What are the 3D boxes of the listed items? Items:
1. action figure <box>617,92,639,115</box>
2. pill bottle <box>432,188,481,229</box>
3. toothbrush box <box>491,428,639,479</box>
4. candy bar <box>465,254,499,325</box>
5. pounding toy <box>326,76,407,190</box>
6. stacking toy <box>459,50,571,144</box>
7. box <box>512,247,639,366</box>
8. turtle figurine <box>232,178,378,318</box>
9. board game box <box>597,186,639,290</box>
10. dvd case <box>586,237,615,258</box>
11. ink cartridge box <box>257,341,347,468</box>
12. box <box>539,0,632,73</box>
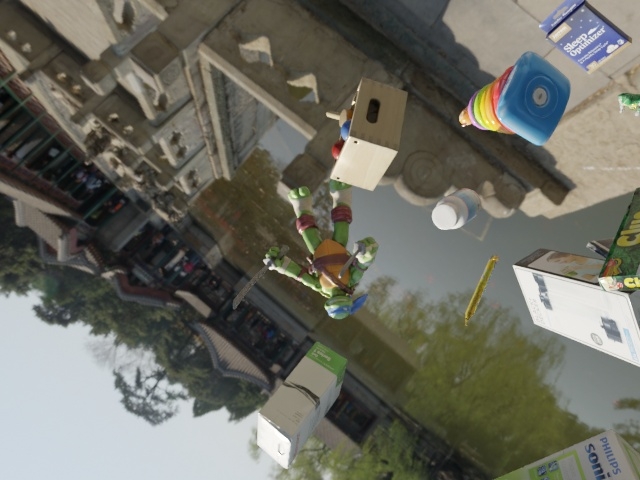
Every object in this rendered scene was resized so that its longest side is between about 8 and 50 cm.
[{"bbox_3d":[0.976,-0.418,1.374,0.232,0.064,0.137,-1,-157,-40],"label":"action figure"},{"bbox_3d":[0.357,-0.081,1.175,0.087,0.160,0.087,14,114,34],"label":"pill bottle"},{"bbox_3d":[0.343,0.432,0.616,0.122,0.283,0.206,42,-151,-12],"label":"toothbrush box"},{"bbox_3d":[0.336,0.104,0.938,0.018,0.162,0.040,25,-169,18],"label":"candy bar"},{"bbox_3d":[0.058,-0.168,0.677,0.100,0.141,0.130,16,154,-6],"label":"pounding toy"},{"bbox_3d":[0.444,-0.337,1.126,0.165,0.175,0.302,25,180,-18],"label":"stacking toy"},{"bbox_3d":[0.545,0.125,0.907,0.169,0.087,0.290,64,169,-14],"label":"box"},{"bbox_3d":[0.000,0.000,0.840,0.274,0.267,0.197,17,145,-38],"label":"turtle figurine"},{"bbox_3d":[0.518,-0.018,0.659,0.136,0.259,0.030,-17,111,52],"label":"board game box"},{"bbox_3d":[0.751,0.042,1.025,0.165,0.221,0.018,52,139,47],"label":"dvd case"},{"bbox_3d":[-0.040,0.363,0.993,0.092,0.219,0.160,28,136,21],"label":"ink cartridge box"},{"bbox_3d":[0.782,-0.612,1.329,0.225,0.037,0.136,33,150,-9],"label":"box"}]
